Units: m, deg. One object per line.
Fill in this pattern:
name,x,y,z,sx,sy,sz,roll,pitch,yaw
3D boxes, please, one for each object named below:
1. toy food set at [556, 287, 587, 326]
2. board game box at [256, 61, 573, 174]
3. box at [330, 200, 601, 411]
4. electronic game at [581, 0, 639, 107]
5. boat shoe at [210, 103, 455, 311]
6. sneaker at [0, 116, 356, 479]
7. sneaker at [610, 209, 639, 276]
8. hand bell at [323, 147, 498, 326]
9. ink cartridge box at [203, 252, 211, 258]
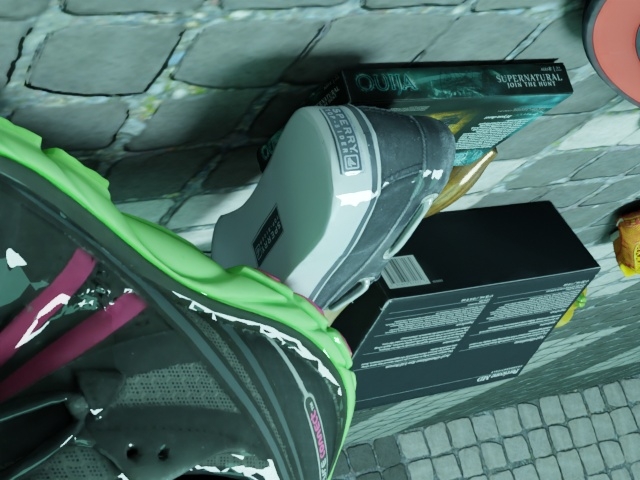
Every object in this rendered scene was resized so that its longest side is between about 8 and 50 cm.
toy food set,0.228,0.078,1.333,0.218,0.071,0.128,-10,123,-27
board game box,0.064,-0.081,0.793,0.186,0.026,0.126,-6,163,-32
box,0.114,0.065,1.133,0.261,0.103,0.184,-6,139,-33
electronic game,0.271,-0.121,0.680,0.229,0.048,0.229,10,159,4
boat shoe,0.000,0.000,0.782,0.102,0.108,0.301,-5,155,-23
sneaker,-0.170,0.070,0.602,0.483,0.202,0.185,25,143,-30
sneaker,0.378,0.001,1.341,0.064,0.067,0.175,-17,163,7
hand bell,0.046,-0.007,0.946,0.242,0.126,0.126,-36,158,22
ink cartridge box,-0.100,0.114,1.002,0.082,0.191,0.139,-25,163,32
